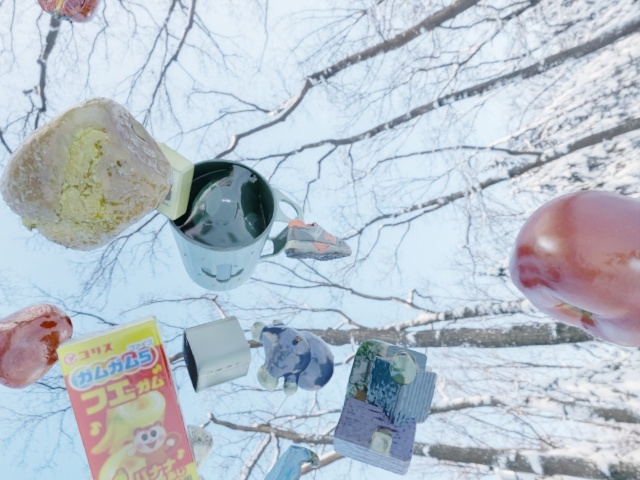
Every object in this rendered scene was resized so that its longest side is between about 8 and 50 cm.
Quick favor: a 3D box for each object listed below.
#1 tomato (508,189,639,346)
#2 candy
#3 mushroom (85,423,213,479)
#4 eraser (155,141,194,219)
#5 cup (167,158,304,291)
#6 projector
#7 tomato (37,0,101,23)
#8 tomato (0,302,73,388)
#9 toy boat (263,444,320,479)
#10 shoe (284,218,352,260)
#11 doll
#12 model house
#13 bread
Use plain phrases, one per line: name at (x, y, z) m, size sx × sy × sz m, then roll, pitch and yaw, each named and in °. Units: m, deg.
tomato at (0.492, 0.037, 0.733) m, size 0.298 × 0.298 × 0.226 m, roll 38°, pitch -97°, yaw -32°
candy at (-0.297, 0.271, 0.657) m, size 0.146 × 0.088 × 0.276 m, roll -14°, pitch -88°, yaw -23°
mushroom at (-0.306, 0.469, 0.803) m, size 0.234 × 0.253 × 0.260 m, roll -53°, pitch -27°, yaw -27°
eraser at (-0.387, -0.145, 1.035) m, size 0.117 × 0.172 × 0.058 m, roll 32°, pitch -137°, yaw 3°
cup at (-0.275, -0.013, 1.323) m, size 0.400 × 0.392 × 0.310 m, roll 23°, pitch -122°, yaw -1°
projector at (-0.162, 0.175, 0.642) m, size 0.082 × 0.083 × 0.083 m, roll -11°, pitch -131°, yaw -30°
tomato at (-0.518, -0.530, 0.889) m, size 0.091 × 0.159 × 0.139 m, roll -7°, pitch -67°, yaw -65°
tomato at (-0.595, 0.193, 0.821) m, size 0.174 × 0.166 × 0.082 m, roll -43°, pitch -27°, yaw -5°
toy boat at (-0.070, 0.502, 0.848) m, size 0.077 × 0.075 × 0.185 m, roll 44°, pitch -141°, yaw 2°
shoe at (0.001, 0.000, 0.875) m, size 0.194 × 0.074 × 0.077 m, roll 6°, pitch -105°, yaw -49°
doll at (-0.067, 0.330, 1.180) m, size 0.258 × 0.154 × 0.228 m, roll 43°, pitch -158°, yaw -48°
model house at (0.169, 0.445, 1.127) m, size 0.280 × 0.245 × 0.313 m, roll 19°, pitch -94°, yaw -74°
bread at (-0.388, -0.088, 0.678) m, size 0.196 × 0.246 × 0.176 m, roll 50°, pitch -161°, yaw -24°
